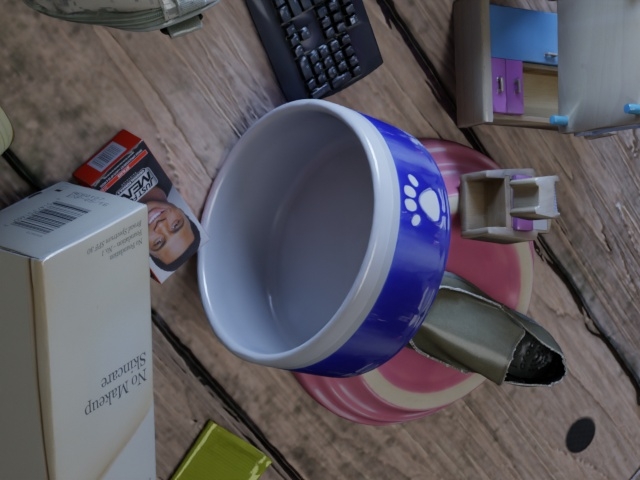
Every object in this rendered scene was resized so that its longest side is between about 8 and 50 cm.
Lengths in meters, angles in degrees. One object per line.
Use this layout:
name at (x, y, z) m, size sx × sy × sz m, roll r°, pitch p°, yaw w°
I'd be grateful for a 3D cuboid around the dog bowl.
dog bowl at (0.000, 0.000, 1.886) m, size 0.104 × 0.265 × 0.265 m, roll 15°, pitch 99°, yaw -41°

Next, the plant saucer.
plant saucer at (0.113, 0.056, 2.106) m, size 0.332 × 0.084 × 0.332 m, roll -14°, pitch 115°, yaw -31°

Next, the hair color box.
hair color box at (-0.175, -0.033, 1.890) m, size 0.072 × 0.043 × 0.141 m, roll -44°, pitch 128°, yaw -14°

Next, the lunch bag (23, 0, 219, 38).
lunch bag at (-0.190, -0.340, 1.613) m, size 0.212 × 0.256 × 0.305 m, roll -25°, pitch 121°, yaw -21°

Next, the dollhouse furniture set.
dollhouse furniture set at (0.311, -0.150, 1.979) m, size 0.198 × 0.303 × 0.286 m, roll 2°, pitch 84°, yaw -35°

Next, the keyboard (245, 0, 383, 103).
keyboard at (0.002, -0.302, 1.916) m, size 0.201 × 0.033 × 0.317 m, roll -35°, pitch 126°, yaw -19°

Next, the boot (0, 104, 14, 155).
boot at (-0.357, -0.100, 1.596) m, size 0.213 × 0.077 × 0.165 m, roll 58°, pitch 47°, yaw -37°

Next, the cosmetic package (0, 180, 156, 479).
cosmetic package at (-0.247, 0.119, 1.820) m, size 0.160 × 0.113 × 0.309 m, roll -33°, pitch 130°, yaw -49°

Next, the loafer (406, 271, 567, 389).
loafer at (0.176, 0.100, 2.057) m, size 0.251 × 0.087 × 0.094 m, roll 17°, pitch 98°, yaw -39°

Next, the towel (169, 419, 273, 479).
towel at (-0.149, 0.313, 2.063) m, size 0.102 × 0.021 × 0.237 m, roll 37°, pitch 85°, yaw -40°
